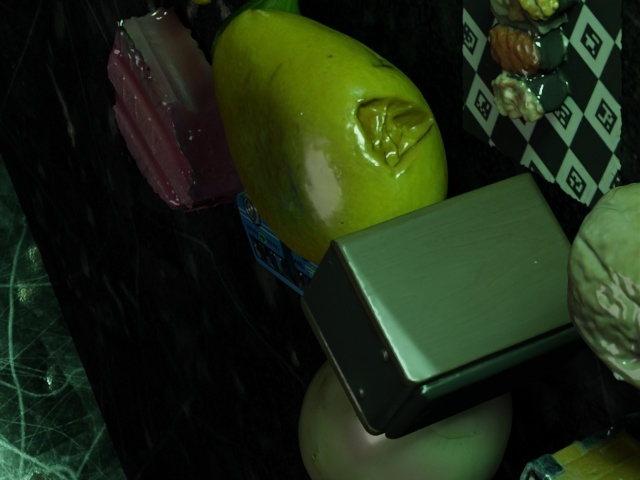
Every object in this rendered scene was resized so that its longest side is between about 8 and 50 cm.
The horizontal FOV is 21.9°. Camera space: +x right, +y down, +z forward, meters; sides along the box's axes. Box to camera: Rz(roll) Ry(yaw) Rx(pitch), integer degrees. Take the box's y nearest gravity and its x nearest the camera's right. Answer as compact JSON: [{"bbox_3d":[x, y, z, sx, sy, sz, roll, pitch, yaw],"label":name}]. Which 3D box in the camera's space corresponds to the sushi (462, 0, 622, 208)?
[{"bbox_3d":[0.185,-0.178,1.553,0.264,0.050,0.290,41,143,49],"label":"sushi"}]

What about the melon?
[{"bbox_3d":[0.093,0.203,1.827,0.223,0.223,0.317,66,155,12],"label":"melon"}]

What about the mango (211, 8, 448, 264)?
[{"bbox_3d":[-0.007,-0.119,1.822,0.365,0.182,0.253,48,141,30],"label":"mango"}]

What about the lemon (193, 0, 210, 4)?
[{"bbox_3d":[-0.157,-0.347,2.151,0.065,0.065,0.092,51,159,38],"label":"lemon"}]

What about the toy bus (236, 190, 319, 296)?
[{"bbox_3d":[0.000,0.000,2.013,0.246,0.113,0.134,34,142,56],"label":"toy bus"}]

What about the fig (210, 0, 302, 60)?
[{"bbox_3d":[-0.060,-0.254,1.984,0.177,0.117,0.117,-47,63,41],"label":"fig"}]

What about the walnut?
[{"bbox_3d":[0.300,0.053,1.346,0.230,0.178,0.178,46,148,23],"label":"walnut"}]

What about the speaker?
[{"bbox_3d":[0.129,0.062,1.631,0.193,0.230,0.153,63,156,19],"label":"speaker"}]

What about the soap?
[{"bbox_3d":[-0.198,-0.163,2.323,0.289,0.112,0.182,59,155,24],"label":"soap"}]

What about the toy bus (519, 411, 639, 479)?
[{"bbox_3d":[0.326,0.312,1.442,0.323,0.194,0.162,48,149,36],"label":"toy bus"}]
